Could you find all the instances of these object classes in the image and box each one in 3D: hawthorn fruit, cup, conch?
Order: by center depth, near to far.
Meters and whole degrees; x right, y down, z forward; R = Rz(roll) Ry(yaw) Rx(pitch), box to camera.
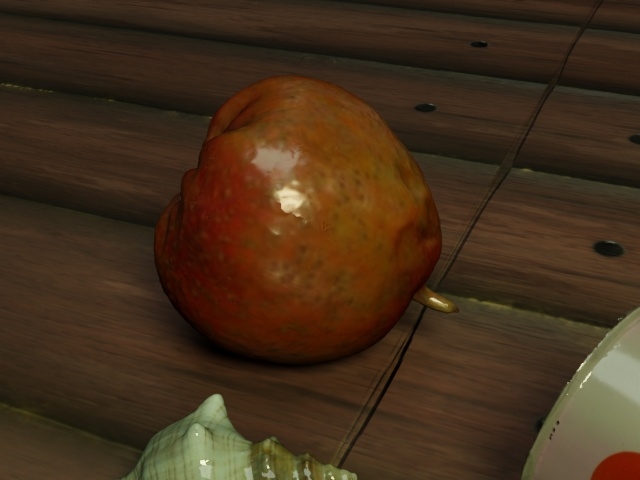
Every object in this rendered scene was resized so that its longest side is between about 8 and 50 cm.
[{"bbox_3d":[0.307,0.191,0.600,0.203,0.203,0.288,-27,46,-36],"label":"cup"},{"bbox_3d":[-0.086,0.177,0.694,0.234,0.114,0.137,11,19,29],"label":"conch"},{"bbox_3d":[0.000,0.000,0.863,0.298,0.277,0.277,27,35,2],"label":"hawthorn fruit"}]
